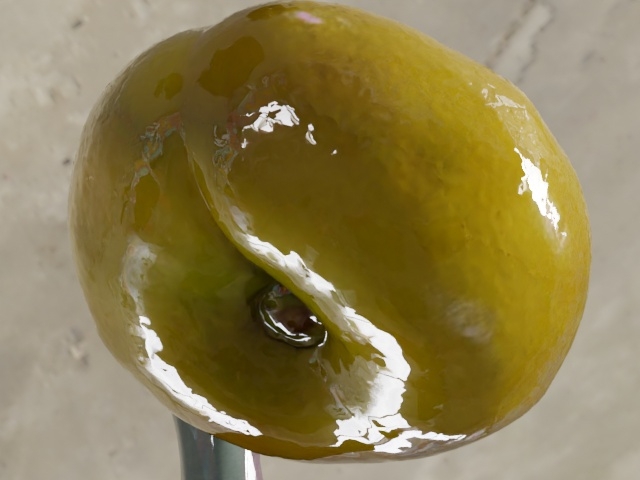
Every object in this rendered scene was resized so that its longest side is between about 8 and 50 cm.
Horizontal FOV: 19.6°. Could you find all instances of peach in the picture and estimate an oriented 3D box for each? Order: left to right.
[{"bbox_3d":[0.000,0.000,0.851,0.251,0.153,0.251,11,133,12],"label":"peach"}]

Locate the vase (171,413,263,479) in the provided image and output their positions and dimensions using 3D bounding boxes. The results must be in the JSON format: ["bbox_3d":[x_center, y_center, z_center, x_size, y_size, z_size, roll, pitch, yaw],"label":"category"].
[{"bbox_3d":[-0.051,0.174,1.010,0.086,0.214,0.086,-5,161,-2],"label":"vase"}]
